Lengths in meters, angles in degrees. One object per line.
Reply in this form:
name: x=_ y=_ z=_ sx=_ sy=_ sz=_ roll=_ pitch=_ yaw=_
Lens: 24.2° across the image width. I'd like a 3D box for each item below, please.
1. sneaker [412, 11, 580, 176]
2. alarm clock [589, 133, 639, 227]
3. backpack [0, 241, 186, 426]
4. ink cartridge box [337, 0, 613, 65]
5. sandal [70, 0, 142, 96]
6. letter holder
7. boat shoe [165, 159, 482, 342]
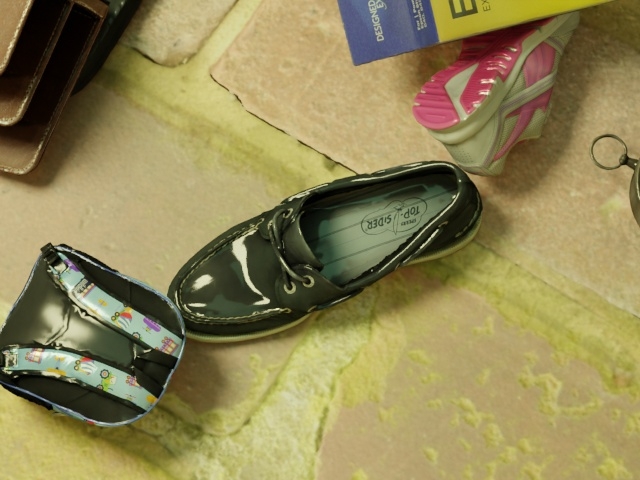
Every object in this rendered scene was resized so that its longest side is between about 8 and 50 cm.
sneaker: x=0.192 y=-0.161 z=1.542 sx=0.103 sy=0.111 sz=0.252 roll=12 pitch=50 yaw=42
alarm clock: x=0.362 y=-0.058 z=1.514 sx=0.192 sy=0.064 sz=0.129 roll=27 pitch=76 yaw=7
backpack: x=-0.217 y=0.105 z=1.461 sx=0.173 sy=0.117 sz=0.158 roll=23 pitch=75 yaw=9
ink cartridge box: x=0.146 y=-0.354 z=1.466 sx=0.307 sy=0.072 sz=0.304 roll=-14 pitch=93 yaw=-1
sandal: x=-0.218 y=-0.359 z=1.597 sx=0.167 sy=0.107 sz=0.446 roll=20 pitch=76 yaw=15
letter holder: x=-0.409 y=-0.213 z=1.513 sx=0.302 sy=0.152 sz=0.214 roll=25 pitch=92 yaw=17
boat shoe: x=0.002 y=0.004 z=1.485 sx=0.340 sy=0.113 sz=0.127 roll=-15 pitch=74 yaw=-2
